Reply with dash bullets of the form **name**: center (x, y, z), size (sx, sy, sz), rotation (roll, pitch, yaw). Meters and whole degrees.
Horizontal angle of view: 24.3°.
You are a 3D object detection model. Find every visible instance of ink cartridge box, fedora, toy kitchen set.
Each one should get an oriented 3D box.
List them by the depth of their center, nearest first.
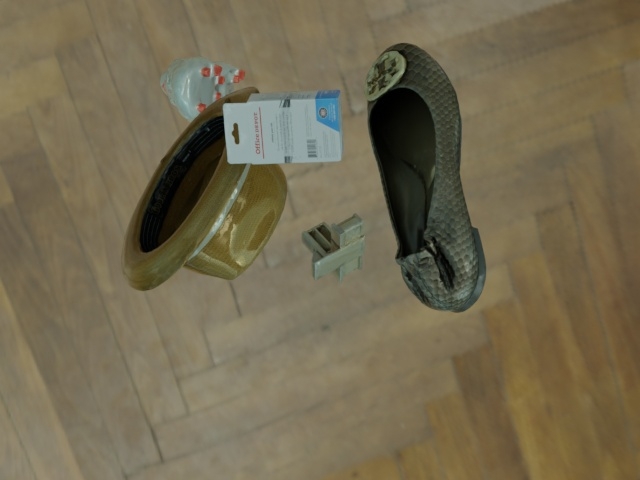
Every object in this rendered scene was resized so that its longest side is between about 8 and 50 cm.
- **ink cartridge box**: center (-0.026, -0.082, 1.080), size (0.083, 0.028, 0.048), rotation (-1, 109, 6)
- **fedora**: center (-0.083, -0.029, 1.194), size (0.079, 0.194, 0.194), rotation (34, 99, -22)
- **toy kitchen set**: center (0.000, 0.000, 1.644), size (0.068, 0.075, 0.083), rotation (-29, 146, -23)

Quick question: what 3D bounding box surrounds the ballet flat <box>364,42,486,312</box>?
- **ballet flat**: center (0.072, -0.056, 1.161), size (0.058, 0.250, 0.084), rotation (13, 143, -34)

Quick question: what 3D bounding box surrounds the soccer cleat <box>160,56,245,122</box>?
- **soccer cleat**: center (-0.130, -0.154, 1.491), size (0.076, 0.196, 0.068), rotation (9, 98, 7)
